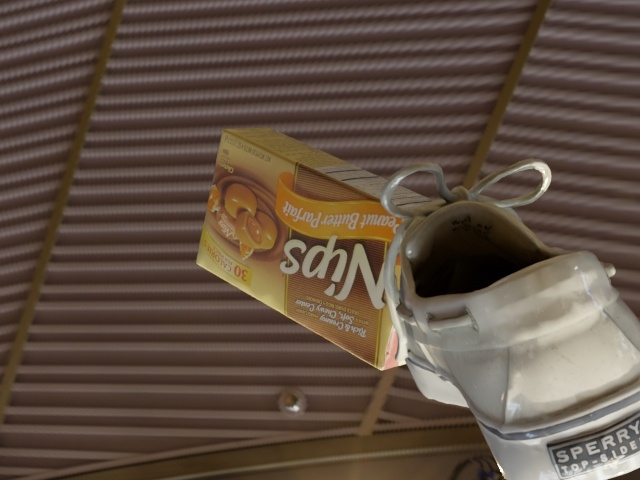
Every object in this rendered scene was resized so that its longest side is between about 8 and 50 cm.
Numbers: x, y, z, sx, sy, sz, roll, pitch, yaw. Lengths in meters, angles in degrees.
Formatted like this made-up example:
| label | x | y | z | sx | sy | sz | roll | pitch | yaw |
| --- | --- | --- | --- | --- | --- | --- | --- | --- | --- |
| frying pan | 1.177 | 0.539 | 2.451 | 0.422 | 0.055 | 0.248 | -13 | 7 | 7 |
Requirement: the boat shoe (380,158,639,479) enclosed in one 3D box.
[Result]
| label | x | y | z | sx | sy | sz | roll | pitch | yaw |
| --- | --- | --- | --- | --- | --- | --- | --- | --- | --- |
| boat shoe | 0.096 | 0.021 | 0.672 | 0.135 | 0.367 | 0.157 | -22 | -84 | 2 |

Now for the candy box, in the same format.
| label | x | y | z | sx | sy | sz | roll | pitch | yaw |
| --- | --- | --- | --- | --- | --- | --- | --- | --- | --- |
| candy box | 0.000 | 0.000 | 1.316 | 0.316 | 0.087 | 0.183 | 27 | -67 | 35 |
